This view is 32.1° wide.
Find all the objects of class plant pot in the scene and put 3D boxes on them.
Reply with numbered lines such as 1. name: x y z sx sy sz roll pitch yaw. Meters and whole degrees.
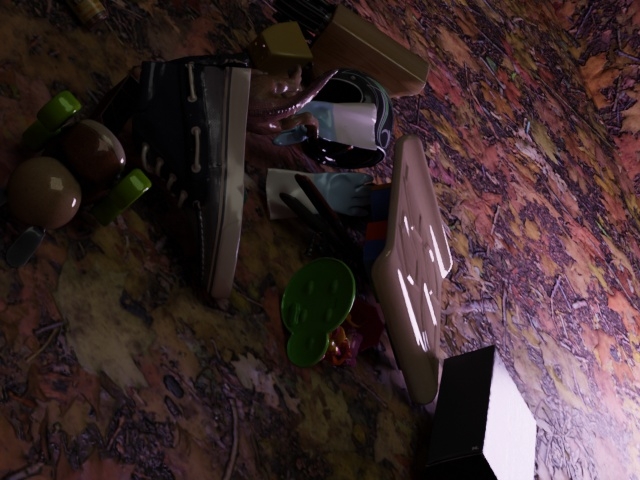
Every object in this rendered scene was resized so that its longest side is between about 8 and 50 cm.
1. plant pot: -0.080 -0.338 1.983 0.083 0.081 0.081 -7 67 -46

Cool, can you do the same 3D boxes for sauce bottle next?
1. sauce bottle: -0.364 -0.369 1.632 0.128 0.042 0.042 51 30 -7

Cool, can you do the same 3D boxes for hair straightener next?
1. hair straightener: 0.000 0.000 1.800 0.089 0.047 0.230 -49 128 -17

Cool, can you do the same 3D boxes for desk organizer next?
1. desk organizer: -0.286 -0.177 1.551 0.047 0.050 0.130 45 32 -19

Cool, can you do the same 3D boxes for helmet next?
1. helmet: 0.051 -0.223 1.981 0.169 0.169 0.161 20 61 -46

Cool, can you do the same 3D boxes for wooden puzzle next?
1. wooden puzzle: 0.139 0.046 1.845 0.348 0.081 0.322 -74 152 -48

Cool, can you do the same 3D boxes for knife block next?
1. knife block: 0.047 -0.378 2.056 0.088 0.276 0.242 -73 153 -53

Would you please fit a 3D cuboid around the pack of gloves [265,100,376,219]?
1. pack of gloves: 0.015 -0.135 1.817 0.232 0.046 0.195 -2 88 -37

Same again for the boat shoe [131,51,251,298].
1. boat shoe: -0.184 -0.093 1.537 0.127 0.158 0.340 160 -67 -84

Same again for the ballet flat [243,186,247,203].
1. ballet flat: -0.154 -0.099 1.686 0.114 0.041 0.041 43 32 -25

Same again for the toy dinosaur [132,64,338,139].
1. toy dinosaur: -0.124 -0.202 1.650 0.200 0.296 0.127 -6 96 -56

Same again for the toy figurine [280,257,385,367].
1. toy figurine: 0.033 0.136 1.681 0.159 0.130 0.173 37 56 -47

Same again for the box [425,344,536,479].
1. box: 0.265 0.326 1.795 0.184 0.103 0.261 62 26 -25

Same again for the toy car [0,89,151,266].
1. toy car: -0.331 -0.057 1.338 0.155 0.149 0.188 48 59 -8

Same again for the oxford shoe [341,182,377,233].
1. oxford shoe: 0.138 -0.041 2.000 0.227 0.096 0.082 23 42 -47
